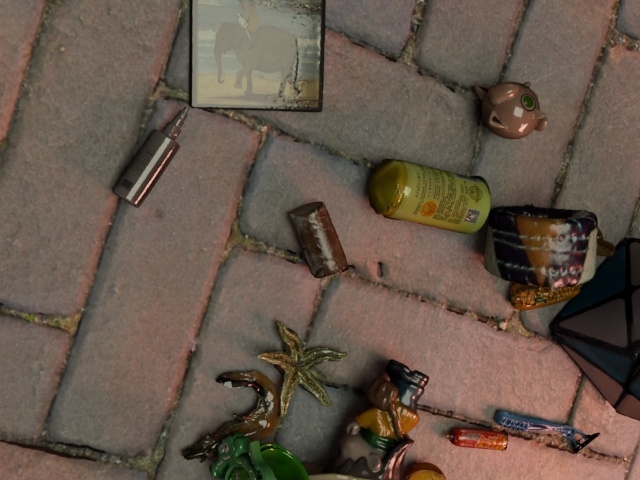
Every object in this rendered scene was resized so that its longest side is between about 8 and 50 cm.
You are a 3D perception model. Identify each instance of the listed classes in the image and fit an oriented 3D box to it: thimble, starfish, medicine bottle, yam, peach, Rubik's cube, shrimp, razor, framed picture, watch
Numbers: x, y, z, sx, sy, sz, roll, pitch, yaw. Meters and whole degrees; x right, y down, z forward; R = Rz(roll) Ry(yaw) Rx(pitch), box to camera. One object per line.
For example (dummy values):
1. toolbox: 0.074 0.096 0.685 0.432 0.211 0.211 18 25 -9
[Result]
1. thimble: 0.454 0.006 1.912 0.237 0.237 0.150 -1 101 -23
2. starfish: -0.047 0.261 1.822 0.208 0.053 0.176 34 70 -24
3. medicine bottle: -0.290 -0.154 1.667 0.058 0.058 0.199 35 82 -23
4. yam: -0.002 0.001 1.799 0.079 0.079 0.141 -24 104 -18
5. peach: 0.214 0.504 1.966 0.098 0.061 0.098 -1 111 -3
6. Rubik's cube: 0.733 0.208 2.015 0.310 0.307 0.305 -49 114 -9
7. shrimp: -0.174 0.333 1.787 0.219 0.046 0.152 -26 106 -18
8. razor: 0.494 0.416 2.083 0.253 0.042 0.082 16 131 -22
9. medicine bottle: 0.209 -0.088 1.854 0.239 0.124 0.124 10 93 -23
10. framed picture: -0.113 -0.412 1.730 0.265 0.016 0.347 0 97 -22
11. watch: -0.101 0.432 1.749 0.152 0.165 0.131 7 131 -43

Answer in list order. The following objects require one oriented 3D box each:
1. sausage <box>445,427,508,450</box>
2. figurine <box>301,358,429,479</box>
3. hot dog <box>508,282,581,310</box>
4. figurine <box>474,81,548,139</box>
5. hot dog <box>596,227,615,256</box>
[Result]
1. sausage: 0.331 0.421 2.012 0.145 0.048 0.050 11 131 -22
2. figurine: 0.121 0.409 1.850 0.204 0.185 0.332 40 84 13
3. hot dog: 0.490 0.107 2.030 0.188 0.055 0.072 -14 101 -19
4. figurine: 0.384 -0.266 1.898 0.138 0.125 0.125 10 93 -20
5. hot dog: 0.574 0.003 2.049 0.140 0.060 0.090 36 87 -26
